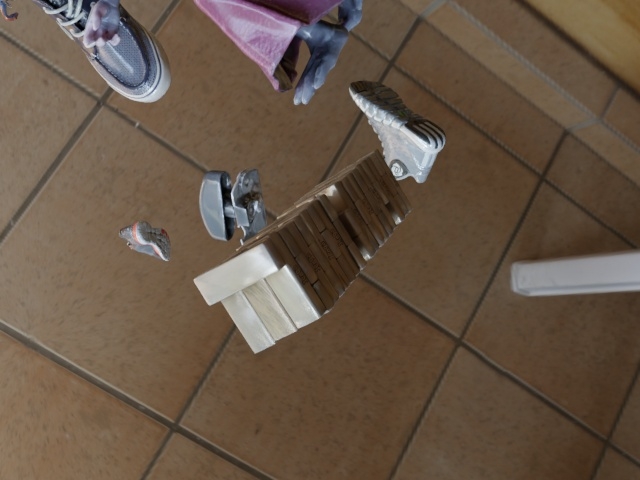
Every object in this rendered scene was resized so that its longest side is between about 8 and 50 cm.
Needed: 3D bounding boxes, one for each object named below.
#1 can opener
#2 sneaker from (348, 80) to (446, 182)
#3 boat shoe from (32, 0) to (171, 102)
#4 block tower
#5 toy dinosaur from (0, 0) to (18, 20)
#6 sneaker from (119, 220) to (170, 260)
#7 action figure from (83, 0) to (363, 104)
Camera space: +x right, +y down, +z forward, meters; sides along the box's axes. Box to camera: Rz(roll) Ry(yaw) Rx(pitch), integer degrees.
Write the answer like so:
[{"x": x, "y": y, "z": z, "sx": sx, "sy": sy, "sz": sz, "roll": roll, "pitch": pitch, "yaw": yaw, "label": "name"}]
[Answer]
[{"x": -0.111, "y": 0.018, "z": 1.164, "sx": 0.076, "sy": 0.095, "sz": 0.283, "roll": -57, "pitch": 148, "yaw": -48, "label": "can opener"}, {"x": 0.112, "y": -0.175, "z": 1.357, "sx": 0.086, "sy": 0.132, "sz": 0.228, "roll": -13, "pitch": 43, "yaw": -32, "label": "sneaker"}, {"x": -0.407, "y": -0.378, "z": 1.358, "sx": 0.127, "sy": 0.158, "sz": 0.340, "roll": -46, "pitch": 74, "yaw": 16, "label": "boat shoe"}, {"x": 0.000, "y": 0.000, "z": 0.846, "sx": 0.097, "sy": 0.091, "sz": 0.335, "roll": 58, "pitch": 30, "yaw": -5, "label": "block tower"}, {"x": -0.607, "y": -0.464, "z": 1.505, "sx": 0.047, "sy": 0.090, "sz": 0.082, "roll": -28, "pitch": 130, "yaw": -57, "label": "toy dinosaur"}, {"x": -0.368, "y": 0.000, "z": 1.653, "sx": 0.065, "sy": 0.158, "sz": 0.061, "roll": -6, "pitch": 65, "yaw": 16, "label": "sneaker"}, {"x": -0.120, "y": -0.282, "z": 0.649, "sx": 0.370, "sy": 0.248, "sz": 0.275, "roll": 36, "pitch": 89, "yaw": -10, "label": "action figure"}]
